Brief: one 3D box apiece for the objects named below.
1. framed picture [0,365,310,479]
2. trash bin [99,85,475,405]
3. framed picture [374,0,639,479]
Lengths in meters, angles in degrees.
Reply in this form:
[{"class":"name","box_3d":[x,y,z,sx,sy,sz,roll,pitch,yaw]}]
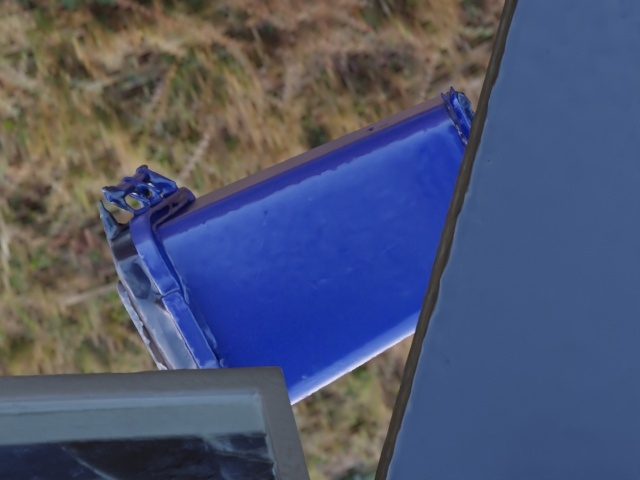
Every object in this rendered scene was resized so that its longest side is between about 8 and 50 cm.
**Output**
[{"class":"framed picture","box_3d":[-0.147,0.167,0.775,0.335,0.247,0.022,0,144,-23]},{"class":"trash bin","box_3d":[0.000,0.000,1.087,0.234,0.184,0.162,-26,-174,11]},{"class":"framed picture","box_3d":[0.148,0.009,0.474,0.244,0.013,0.324,15,93,-18]}]
